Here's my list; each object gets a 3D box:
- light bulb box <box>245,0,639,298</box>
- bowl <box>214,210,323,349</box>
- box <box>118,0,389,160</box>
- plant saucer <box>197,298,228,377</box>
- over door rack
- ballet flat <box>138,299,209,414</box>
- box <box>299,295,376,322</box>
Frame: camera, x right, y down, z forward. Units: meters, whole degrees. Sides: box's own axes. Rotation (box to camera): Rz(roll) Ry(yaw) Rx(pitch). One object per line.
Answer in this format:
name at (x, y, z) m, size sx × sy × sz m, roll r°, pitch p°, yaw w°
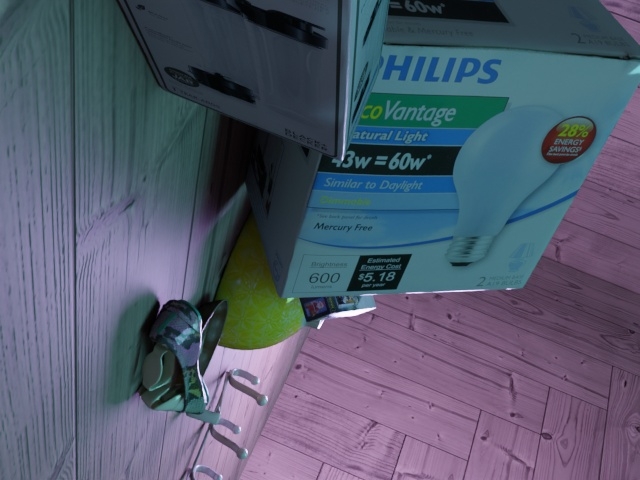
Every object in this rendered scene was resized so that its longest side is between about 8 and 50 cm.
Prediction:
light bulb box at (0.124, -0.136, 1.021) m, size 0.225 × 0.358 × 0.361 m, roll -111°, pitch -153°, yaw -42°
bowl at (-0.052, 0.062, 1.376) m, size 0.289 × 0.156 × 0.289 m, roll 21°, pitch 90°, yaw -84°
box at (-0.041, -0.162, 0.554) m, size 0.290 × 0.169 × 0.087 m, roll 82°, pitch 30°, yaw -77°
plant saucer at (-0.177, 0.156, 1.198) m, size 0.168 × 0.029 × 0.168 m, roll 23°, pitch 90°, yaw -84°
over door rack at (-0.192, 0.382, 1.536) m, size 0.324 × 0.108 × 0.240 m, roll -22°, pitch 133°, yaw -82°
ballet flat at (-0.181, 0.158, 1.016) m, size 0.079 × 0.077 × 0.221 m, roll -42°, pitch 155°, yaw -33°
box at (0.000, 0.000, 1.258) m, size 0.159 × 0.044 × 0.233 m, roll 2°, pitch 69°, yaw -62°
